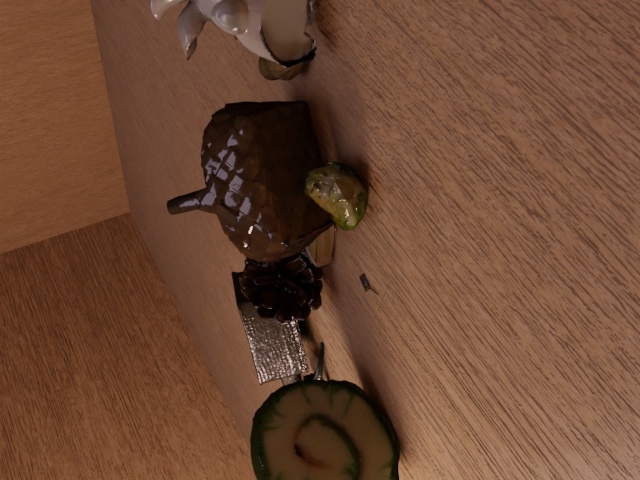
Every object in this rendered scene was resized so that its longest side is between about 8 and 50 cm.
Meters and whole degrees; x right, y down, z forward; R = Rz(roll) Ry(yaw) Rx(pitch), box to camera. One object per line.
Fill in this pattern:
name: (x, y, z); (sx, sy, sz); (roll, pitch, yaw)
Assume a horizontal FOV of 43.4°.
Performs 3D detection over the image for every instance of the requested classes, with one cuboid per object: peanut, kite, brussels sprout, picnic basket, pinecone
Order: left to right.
picnic basket: (-0.163, -0.114, 1.671); (0.337, 0.293, 0.337); (11, 111, 29)
pinecone: (-0.094, 0.094, 1.893); (0.201, 0.202, 0.229); (-79, -21, -68)
peanut: (-0.079, -0.356, 1.608); (0.174, 0.080, 0.080); (-169, 61, -71)
brussels sprout: (0.038, -0.087, 1.532); (0.139, 0.100, 0.181); (60, 159, -2)
kite: (0.099, 0.090, 1.671); (0.078, 0.002, 0.044); (7, 116, 69)

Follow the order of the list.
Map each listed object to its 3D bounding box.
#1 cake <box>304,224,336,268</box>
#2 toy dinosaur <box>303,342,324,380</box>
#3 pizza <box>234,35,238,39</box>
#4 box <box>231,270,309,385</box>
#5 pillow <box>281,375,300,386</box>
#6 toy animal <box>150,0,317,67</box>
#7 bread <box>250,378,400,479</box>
cake: (0.000, 0.000, 1.771); (0.121, 0.052, 0.065); (97, 151, -50)
toy dinosaur: (-0.031, 0.362, 2.149); (0.187, 0.087, 0.179); (-6, 105, 68)
pizza: (-0.143, -0.489, 1.675); (0.161, 0.062, 0.182); (-123, 27, -49)
box: (-0.133, 0.216, 2.131); (0.184, 0.143, 0.273); (-115, 12, -63)
pillow: (-0.099, 0.373, 2.366); (0.169, 0.059, 0.255); (-124, 17, -50)
toy animal: (-0.141, -0.437, 1.470); (0.310, 0.247, 0.183); (34, 158, 38)
bread: (-0.007, 0.505, 1.797); (0.366, 0.382, 0.129); (43, 155, -1)
